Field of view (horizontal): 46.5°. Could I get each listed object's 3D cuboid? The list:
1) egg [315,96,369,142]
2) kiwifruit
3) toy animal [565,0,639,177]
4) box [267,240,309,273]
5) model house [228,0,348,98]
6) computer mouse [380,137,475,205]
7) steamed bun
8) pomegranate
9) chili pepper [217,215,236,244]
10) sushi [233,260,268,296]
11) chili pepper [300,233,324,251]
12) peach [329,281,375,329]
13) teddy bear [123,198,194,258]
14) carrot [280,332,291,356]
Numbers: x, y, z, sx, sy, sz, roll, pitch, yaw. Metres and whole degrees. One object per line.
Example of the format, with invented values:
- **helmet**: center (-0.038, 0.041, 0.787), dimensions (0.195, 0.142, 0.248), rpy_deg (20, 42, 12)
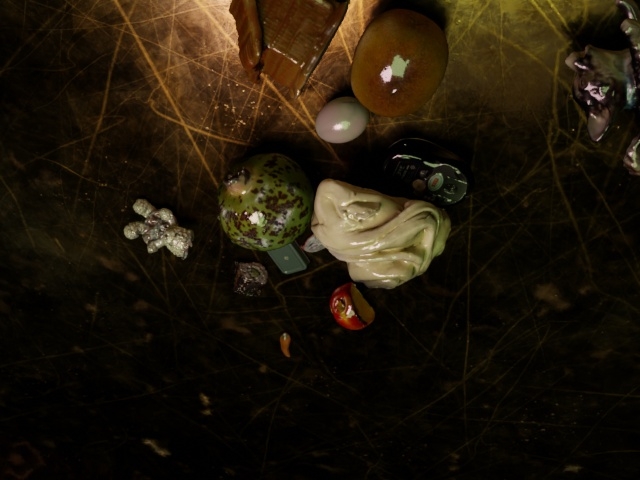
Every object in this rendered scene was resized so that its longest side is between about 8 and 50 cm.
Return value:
- **egg**: center (0.050, -0.281, 1.742), dimensions (0.135, 0.103, 0.103), rpy_deg (-18, 127, 31)
- **kiwifruit**: center (0.162, -0.367, 1.578), dimensions (0.196, 0.196, 0.234), rpy_deg (22, 140, -9)
- **toy animal**: center (0.654, -0.290, 1.540), dimensions (0.344, 0.194, 0.302), rpy_deg (26, 128, -5)
- **box**: center (-0.096, 0.042, 2.133), dimensions (0.091, 0.031, 0.126), rpy_deg (-15, 127, 25)
- **model house**: center (-0.089, -0.447, 1.581), dimensions (0.229, 0.219, 0.199), rpy_deg (32, 173, -11)
- **computer mouse**: center (0.262, -0.172, 1.807), dimensions (0.233, 0.096, 0.137), rpy_deg (23, 129, -4)
- **steamed bun**: center (0.149, 0.003, 1.818), dimensions (0.394, 0.237, 0.347), rpy_deg (13, -177, -28)
- **pomegranate**: center (-0.146, -0.103, 1.859), dimensions (0.254, 0.254, 0.270), rpy_deg (-12, 147, 23)
- **chili pepper**: center (-0.180, -0.042, 2.055), dimensions (0.216, 0.062, 0.108), rpy_deg (0, 139, 12)
- **sushi**: center (-0.207, 0.109, 2.193), dimensions (0.094, 0.098, 0.084), rpy_deg (6, 141, -19)
- **chili pepper**: center (0.000, 0.000, 2.068), dimensions (0.153, 0.041, 0.050), rpy_deg (-26, 81, 32)
- **peach**: center (0.089, 0.203, 2.207), dimensions (0.092, 0.127, 0.172), rpy_deg (-22, 151, 20)
- **teddy bear**: center (-0.437, -0.021, 2.091), dimensions (0.213, 0.111, 0.133), rpy_deg (28, 96, 9)
- **carrot**: center (-0.113, 0.340, 2.425), dimensions (0.035, 0.035, 0.142), rpy_deg (7, 141, 6)
